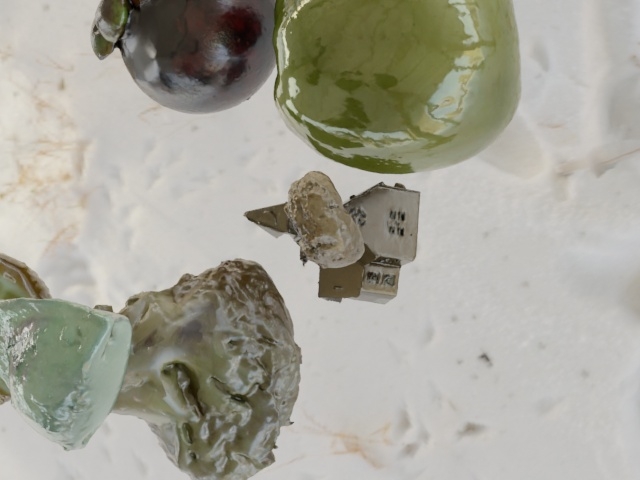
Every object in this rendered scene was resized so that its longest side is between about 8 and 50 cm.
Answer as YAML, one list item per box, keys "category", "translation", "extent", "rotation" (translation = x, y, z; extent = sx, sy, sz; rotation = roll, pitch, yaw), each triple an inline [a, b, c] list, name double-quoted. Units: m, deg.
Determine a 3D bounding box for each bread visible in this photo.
- category: "bread"
  translation: [0.004, -0.011, 1.049]
  extent: [0.060, 0.113, 0.082]
  rotation: [-27, 51, -2]

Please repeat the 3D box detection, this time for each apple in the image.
- category: "apple"
  translation: [0.100, -0.259, 1.411]
  extent: [0.357, 0.357, 0.357]
  rotation: [5, 101, 30]

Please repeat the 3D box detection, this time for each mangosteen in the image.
- category: "mangosteen"
  translation: [-0.203, -0.351, 1.658]
  extent: [0.311, 0.311, 0.311]
  rotation: [5, 101, 30]

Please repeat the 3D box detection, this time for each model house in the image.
- category: "model house"
  translation: [0.000, 0.000, 1.563]
  extent: [0.181, 0.248, 0.176]
  rotation: [153, 123, -66]

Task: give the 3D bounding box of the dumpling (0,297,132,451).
- category: "dumpling"
  translation: [-0.270, 0.128, 1.050]
  extent: [0.104, 0.149, 0.216]
  rotation: [-94, 26, -45]

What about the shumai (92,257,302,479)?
- category: "shumai"
  translation: [-0.189, 0.185, 1.490]
  extent: [0.217, 0.283, 0.345]
  rotation: [17, 91, 40]

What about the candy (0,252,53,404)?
- category: "candy"
  translation: [-0.542, 0.140, 1.635]
  extent: [0.260, 0.118, 0.259]
  rotation: [1, 85, -9]
